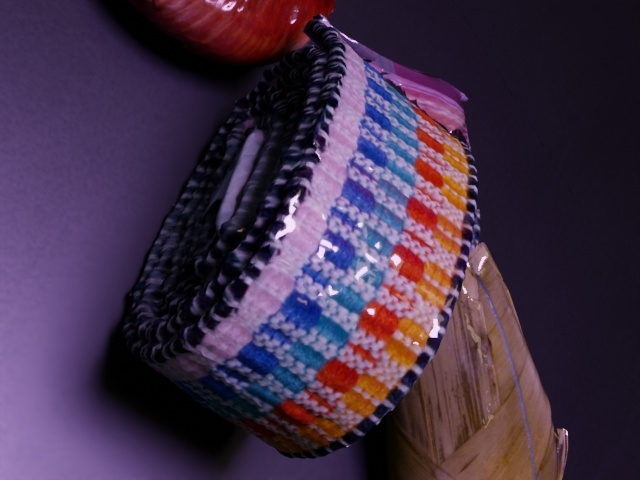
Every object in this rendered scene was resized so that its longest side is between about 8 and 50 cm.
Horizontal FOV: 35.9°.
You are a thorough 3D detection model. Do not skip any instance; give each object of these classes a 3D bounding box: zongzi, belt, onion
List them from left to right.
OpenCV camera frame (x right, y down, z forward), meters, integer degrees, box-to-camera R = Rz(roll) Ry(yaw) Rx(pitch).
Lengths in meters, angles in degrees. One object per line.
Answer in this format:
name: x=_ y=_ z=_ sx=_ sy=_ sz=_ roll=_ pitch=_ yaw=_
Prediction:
onion: x=-0.063 y=-0.254 z=0.754 sx=0.230 sy=0.163 sz=0.230 roll=25 pitch=46 yaw=-29
belt: x=0.000 y=0.000 z=0.656 sx=0.160 sy=0.207 sz=0.295 roll=37 pitch=33 yaw=-19
zongzi: x=0.074 y=0.152 z=0.700 sx=0.256 sy=0.115 sz=0.228 roll=-43 pitch=119 yaw=-39
